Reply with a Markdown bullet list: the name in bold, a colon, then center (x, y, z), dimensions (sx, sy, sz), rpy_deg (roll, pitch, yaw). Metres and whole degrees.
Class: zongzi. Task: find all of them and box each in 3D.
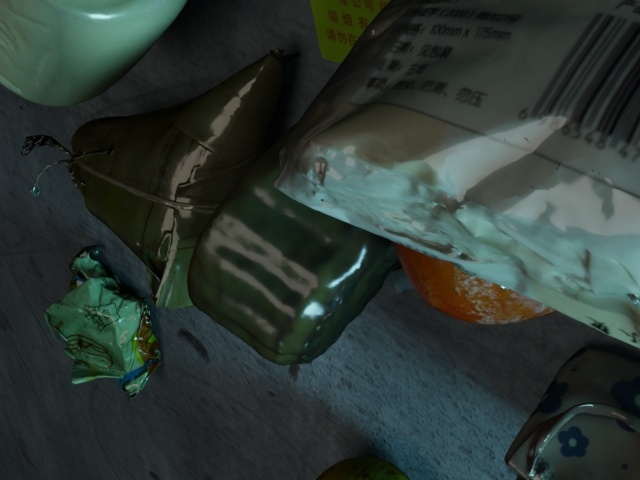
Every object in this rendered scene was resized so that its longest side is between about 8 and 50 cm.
- **zongzi**: center (-0.237, -0.166, 1.237), dimensions (0.447, 0.181, 0.418), rpy_deg (39, 124, 29)

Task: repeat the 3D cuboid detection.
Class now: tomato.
- **tomato**: center (0.166, -0.037, 0.804), dimensions (0.188, 0.232, 0.232), rpy_deg (10, 124, 68)

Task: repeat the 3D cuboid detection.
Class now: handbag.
- **handbag**: center (0.309, 0.250, 0.857), dimensions (0.251, 0.193, 0.190), rpy_deg (27, 137, 36)

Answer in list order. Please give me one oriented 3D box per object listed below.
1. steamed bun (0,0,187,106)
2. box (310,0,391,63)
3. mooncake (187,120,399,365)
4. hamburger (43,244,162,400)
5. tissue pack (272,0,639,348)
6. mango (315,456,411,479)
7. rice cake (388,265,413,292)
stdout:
- **steamed bun**: center (-0.327, -0.416, 1.050), dimensions (0.371, 0.290, 0.456), rpy_deg (-19, 98, 58)
- **box**: center (0.050, -0.316, 0.838), dimensions (0.187, 0.047, 0.335), rpy_deg (24, 141, 38)
- **mooncake**: center (0.000, 0.000, 0.967), dimensions (0.161, 0.290, 0.290), rpy_deg (38, 139, 13)
- **hamburger**: center (-0.445, 0.169, 1.700), dimensions (0.276, 0.150, 0.261), rpy_deg (41, 138, 24)
- **tissue pack**: center (0.197, -0.125, 0.606), dimensions (0.375, 0.390, 0.195), rpy_deg (31, 167, 31)
- **mango**: center (0.070, 0.492, 1.288), dimensions (0.263, 0.221, 0.378), rpy_deg (19, 118, 46)
- **rice cake**: center (0.147, 0.034, 1.026), dimensions (0.180, 0.030, 0.042), rpy_deg (-22, 92, 53)
